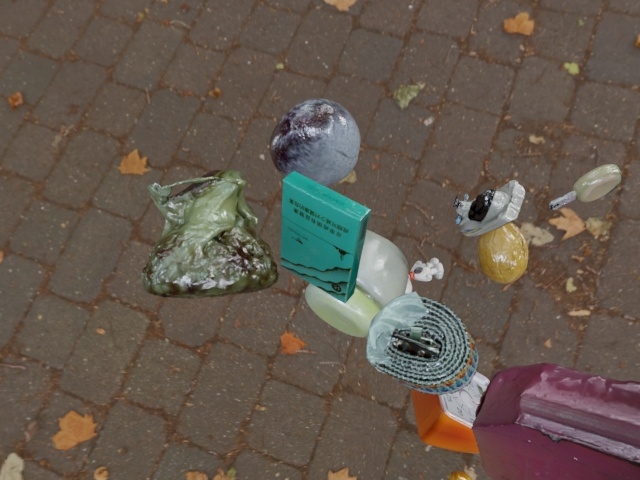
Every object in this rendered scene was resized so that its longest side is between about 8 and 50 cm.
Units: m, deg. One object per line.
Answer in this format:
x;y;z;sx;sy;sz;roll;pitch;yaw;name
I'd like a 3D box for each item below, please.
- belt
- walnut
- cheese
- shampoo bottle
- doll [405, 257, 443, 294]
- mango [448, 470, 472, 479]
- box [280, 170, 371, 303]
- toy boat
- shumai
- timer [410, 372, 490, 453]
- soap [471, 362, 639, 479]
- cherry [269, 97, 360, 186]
0.236;0.243;1.158;0.258;0.150;0.207;18;70;35;belt
0.572;0.034;1.551;0.159;0.159;0.206;-2;81;5;walnut
0.643;-0.122;1.196;0.171;0.092;0.047;-40;53;27;cheese
0.128;0.136;1.645;0.323;0.322;0.317;30;65;16;shampoo bottle
0.350;0.137;2.019;0.272;0.143;0.208;-30;52;-28;doll
0.438;0.746;1.514;0.089;0.046;0.060;32;45;2;mango
0.000;0.000;0.898;0.161;0.226;0.042;30;51;21;box
0.486;-0.092;1.481;0.141;0.269;0.140;4;81;-24;toy boat
-0.286;-0.022;1.326;0.396;0.395;0.347;0;86;6;shumai
0.405;0.472;1.416;0.250;0.161;0.257;17;29;-8;timer
0.353;0.276;0.651;0.325;0.220;0.127;7;40;48;soap
-0.013;-0.268;1.386;0.255;0.296;0.217;15;61;-12;cherry
